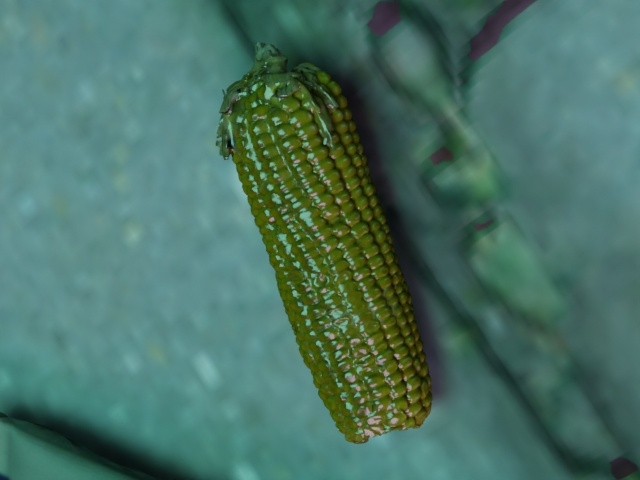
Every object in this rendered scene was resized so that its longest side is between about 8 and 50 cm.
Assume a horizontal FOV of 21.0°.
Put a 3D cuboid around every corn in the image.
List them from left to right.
[{"bbox_3d":[0.000,0.000,0.346,0.028,0.027,0.083,-18,92,9],"label":"corn"}]

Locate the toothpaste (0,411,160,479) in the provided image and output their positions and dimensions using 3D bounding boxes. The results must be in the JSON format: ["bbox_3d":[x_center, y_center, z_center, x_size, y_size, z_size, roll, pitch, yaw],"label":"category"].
[{"bbox_3d":[0.007,0.089,0.357,0.216,0.037,0.062,14,107,29],"label":"toothpaste"}]
